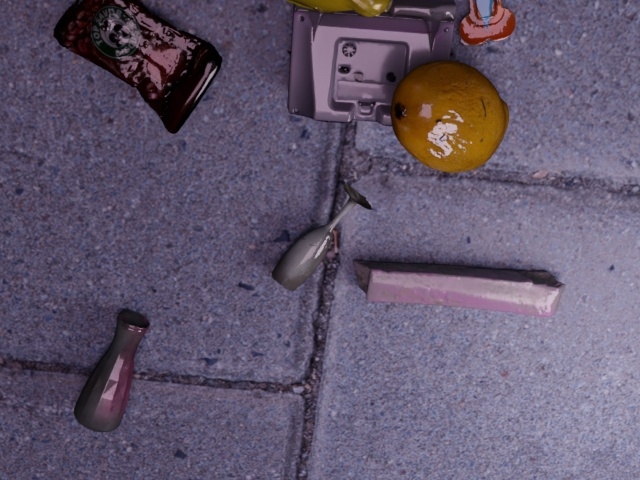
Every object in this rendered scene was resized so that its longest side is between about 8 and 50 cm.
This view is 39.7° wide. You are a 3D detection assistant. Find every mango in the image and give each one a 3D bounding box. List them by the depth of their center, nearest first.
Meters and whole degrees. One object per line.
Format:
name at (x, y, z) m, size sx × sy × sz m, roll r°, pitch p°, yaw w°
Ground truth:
mango at (0.203, -0.176, 1.292) m, size 0.262 × 0.109 × 0.157 m, roll 4°, pitch 104°, yaw -45°

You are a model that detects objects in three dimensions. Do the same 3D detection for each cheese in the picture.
cheese at (0.233, -0.408, 1.286) m, size 0.106 × 0.037 × 0.256 m, roll -8°, pitch 116°, yaw 4°

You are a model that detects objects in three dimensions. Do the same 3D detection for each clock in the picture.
clock at (0.076, -0.271, 1.321) m, size 0.253 × 0.083 × 0.186 m, roll 3°, pitch 115°, yaw -3°

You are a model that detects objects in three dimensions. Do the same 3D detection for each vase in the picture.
vase at (-0.359, 0.225, 1.549) m, size 0.086 × 0.086 × 0.214 m, roll 21°, pitch 108°, yaw -10°

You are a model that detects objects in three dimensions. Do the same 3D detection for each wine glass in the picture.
wine glass at (0.000, 0.000, 1.457) m, size 0.066 × 0.066 × 0.198 m, roll 35°, pitch 109°, yaw -16°

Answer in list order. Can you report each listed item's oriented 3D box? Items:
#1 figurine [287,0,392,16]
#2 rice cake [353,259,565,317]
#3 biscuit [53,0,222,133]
figurine at (-0.022, -0.441, 1.137) m, size 0.340 × 0.324 × 0.231 m, roll 30°, pitch 150°, yaw -17°
rice cake at (0.235, 0.079, 1.501) m, size 0.365 × 0.056 × 0.073 m, roll 6°, pitch 113°, yaw -4°
biscuit at (-0.267, -0.286, 1.318) m, size 0.235 × 0.063 × 0.151 m, roll 37°, pitch 109°, yaw -13°
